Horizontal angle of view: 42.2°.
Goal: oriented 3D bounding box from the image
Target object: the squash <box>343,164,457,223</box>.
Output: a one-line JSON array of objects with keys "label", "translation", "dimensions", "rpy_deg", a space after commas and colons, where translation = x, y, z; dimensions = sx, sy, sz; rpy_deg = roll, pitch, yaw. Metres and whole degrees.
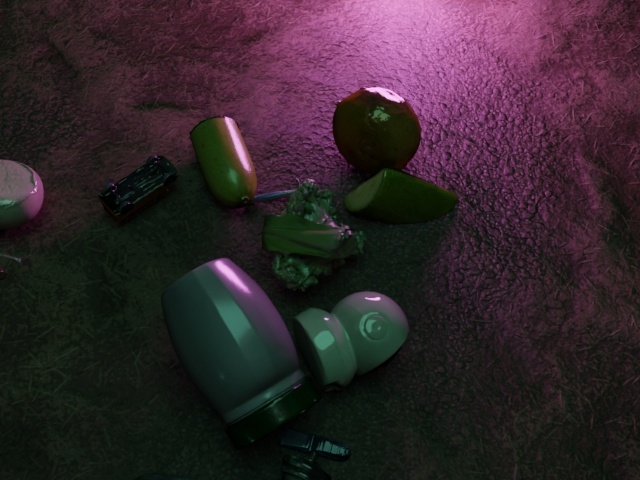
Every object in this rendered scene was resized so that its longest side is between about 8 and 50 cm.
[{"label": "squash", "translation": [0.211, -0.084, 2.101], "dimensions": [0.252, 0.169, 0.093], "rpy_deg": [18, 56, -32]}]

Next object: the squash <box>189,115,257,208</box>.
[{"label": "squash", "translation": [-0.235, -0.180, 2.069], "dimensions": [0.133, 0.132, 0.247], "rpy_deg": [-14, 61, -12]}]

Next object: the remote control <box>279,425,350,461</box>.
[{"label": "remote control", "translation": [-0.010, 0.435, 1.766], "dimensions": [0.153, 0.027, 0.043], "rpy_deg": [12, 67, 6]}]

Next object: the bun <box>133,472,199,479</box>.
[{"label": "bun", "translation": [-0.307, 0.609, 1.534], "dimensions": [0.362, 0.211, 0.361], "rpy_deg": [2, 60, -4]}]

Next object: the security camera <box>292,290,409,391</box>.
[{"label": "security camera", "translation": [0.077, 0.206, 1.815], "dimensions": [0.236, 0.194, 0.194], "rpy_deg": [-22, 62, -16]}]

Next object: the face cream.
[{"label": "face cream", "translation": [-0.175, 0.228, 1.717], "dimensions": [0.219, 0.312, 0.357], "rpy_deg": [-29, 84, -20]}]

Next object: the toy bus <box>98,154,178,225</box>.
[{"label": "toy bus", "translation": [-0.444, -0.125, 2.047], "dimensions": [0.194, 0.088, 0.083], "rpy_deg": [-37, 68, -20]}]

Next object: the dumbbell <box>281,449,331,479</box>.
[{"label": "dumbbell", "translation": [-0.066, 0.540, 1.658], "dimensions": [0.110, 0.110, 0.254], "rpy_deg": [24, 66, 11]}]

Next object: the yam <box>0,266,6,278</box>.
[{"label": "yam", "translation": [-0.798, 0.041, 1.956], "dimensions": [0.145, 0.032, 0.032], "rpy_deg": [39, 64, 19]}]

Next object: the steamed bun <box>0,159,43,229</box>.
[{"label": "steamed bun", "translation": [-0.778, -0.102, 1.987], "dimensions": [0.228, 0.130, 0.177], "rpy_deg": [8, 48, 3]}]

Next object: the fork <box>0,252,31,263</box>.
[{"label": "fork", "translation": [-0.740, 0.040, 1.974], "dimensions": [0.115, 0.012, 0.016], "rpy_deg": [12, 55, 10]}]

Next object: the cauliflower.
[{"label": "cauliflower", "translation": [0.000, 0.000, 1.897], "dimensions": [0.256, 0.239, 0.315], "rpy_deg": [-46, 28, -24]}]

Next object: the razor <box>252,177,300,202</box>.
[{"label": "razor", "translation": [-0.112, -0.112, 2.085], "dimensions": [0.135, 0.068, 0.040], "rpy_deg": [-11, 57, 4]}]

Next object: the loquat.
[{"label": "loquat", "translation": [0.141, -0.274, 2.095], "dimensions": [0.193, 0.238, 0.238], "rpy_deg": [-35, 66, -26]}]
